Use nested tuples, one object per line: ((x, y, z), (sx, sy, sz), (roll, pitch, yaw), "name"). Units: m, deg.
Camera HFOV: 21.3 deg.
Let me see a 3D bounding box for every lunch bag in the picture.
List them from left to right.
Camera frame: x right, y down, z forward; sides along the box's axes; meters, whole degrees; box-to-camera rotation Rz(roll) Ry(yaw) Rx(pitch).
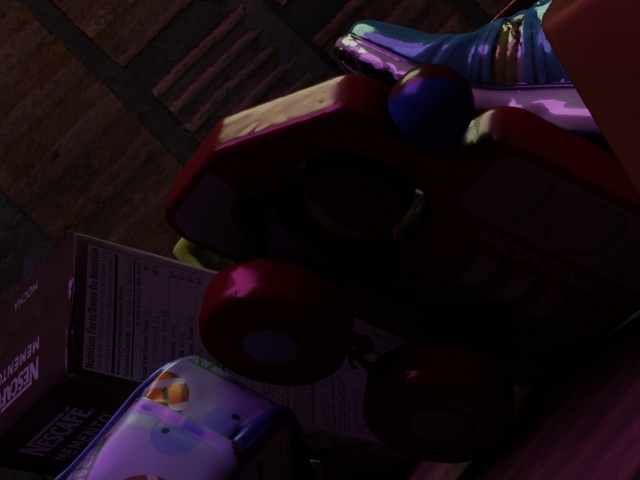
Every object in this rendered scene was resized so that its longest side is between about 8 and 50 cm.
((-0.110, 0.237, 1.117), (0.303, 0.115, 0.243), (-49, -29, -28), "lunch bag")

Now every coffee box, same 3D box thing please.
((-0.091, 0.114, 1.286), (0.168, 0.297, 0.119), (-40, 43, 46), "coffee box")

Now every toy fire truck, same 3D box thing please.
((0.069, -0.009, 1.089), (0.254, 0.302, 0.169), (-46, 23, 46), "toy fire truck")

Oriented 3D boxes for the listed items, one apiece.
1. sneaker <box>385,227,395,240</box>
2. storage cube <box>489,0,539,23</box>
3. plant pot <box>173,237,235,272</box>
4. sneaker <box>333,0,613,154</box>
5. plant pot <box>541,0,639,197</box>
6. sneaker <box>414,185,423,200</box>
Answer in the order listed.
((0.015, 0.030, 1.381), (0.112, 0.299, 0.121), (-24, 46, -2), "sneaker")
((0.258, -0.156, 1.192), (0.183, 0.215, 0.193), (-43, 0, 32), "storage cube")
((0.000, 0.000, 1.968), (0.228, 0.227, 0.207), (-44, -1, 14), "plant pot")
((0.141, -0.108, 1.105), (0.107, 0.275, 0.110), (46, -120, -59), "sneaker")
((0.253, -0.109, 0.884), (0.291, 0.203, 0.291), (-46, 5, 5), "plant pot")
((0.137, -0.043, 1.385), (0.127, 0.182, 0.315), (-43, 6, -1), "sneaker")
